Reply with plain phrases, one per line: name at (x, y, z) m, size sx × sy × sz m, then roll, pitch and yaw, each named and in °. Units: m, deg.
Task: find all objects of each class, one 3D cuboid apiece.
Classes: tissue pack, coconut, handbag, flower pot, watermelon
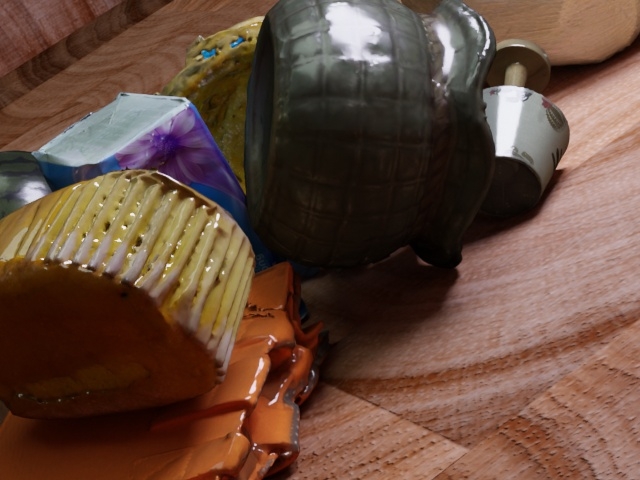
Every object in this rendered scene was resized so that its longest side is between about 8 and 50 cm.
tissue pack at (-0.158, -0.007, 1.791) m, size 0.146 × 0.263 × 0.198 m, roll -36°, pitch 21°, yaw -18°
coconut at (0.271, -0.374, 2.026) m, size 0.360 × 0.346 × 0.346 m, roll -1°, pitch 27°, yaw 15°
handbag at (-0.159, 0.191, 1.538) m, size 0.303 × 0.116 × 0.410 m, roll -18°, pitch 22°, yaw 20°
flower pot at (0.040, -0.113, 1.690) m, size 0.213 × 0.301 × 0.302 m, roll 4°, pitch 17°, yaw -9°
watermelon at (-0.399, -0.012, 2.226) m, size 0.212 × 0.212 × 0.212 m, roll -26°, pitch 20°, yaw 10°

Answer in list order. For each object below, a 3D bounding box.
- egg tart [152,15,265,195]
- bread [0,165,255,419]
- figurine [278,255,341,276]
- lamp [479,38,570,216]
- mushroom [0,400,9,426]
egg tart at (-0.062, -0.135, 1.926) m, size 0.291 × 0.291 × 0.107 m, roll -28°, pitch 33°, yaw 4°
bread at (-0.198, 0.063, 1.484) m, size 0.288 × 0.204 × 0.156 m, roll -11°, pitch 43°, yaw 39°
figurine at (-0.005, 0.002, 1.847) m, size 0.136 × 0.077 × 0.079 m, roll -22°, pitch 0°, yaw 27°
lamp at (0.200, -0.122, 1.793) m, size 0.121 × 0.121 × 0.214 m, roll -19°, pitch 32°, yaw 27°
mushroom at (-0.359, 0.152, 1.940) m, size 0.096 × 0.099 × 0.278 m, roll -20°, pitch 17°, yaw 10°
